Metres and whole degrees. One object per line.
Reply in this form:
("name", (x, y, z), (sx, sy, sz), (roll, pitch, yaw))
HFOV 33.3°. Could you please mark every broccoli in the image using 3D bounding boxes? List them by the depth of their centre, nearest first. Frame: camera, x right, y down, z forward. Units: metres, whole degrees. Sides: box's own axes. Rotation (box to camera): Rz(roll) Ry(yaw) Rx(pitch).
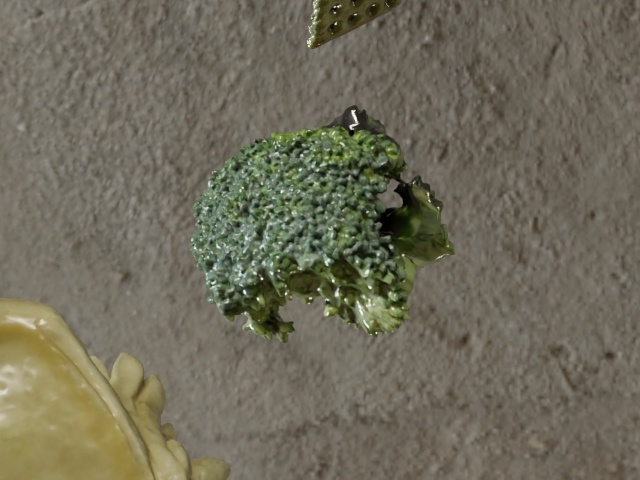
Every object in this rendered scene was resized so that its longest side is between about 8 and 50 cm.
("broccoli", (-0.007, -0.009, 1.390), (0.317, 0.277, 0.338), (18, 144, -8))

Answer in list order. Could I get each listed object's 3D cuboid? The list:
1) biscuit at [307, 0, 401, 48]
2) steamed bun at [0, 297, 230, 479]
("biscuit", (0.049, -0.293, 0.996), (0.016, 0.139, 0.231), (39, 142, 26))
("steamed bun", (-0.204, 0.235, 0.966), (0.247, 0.428, 0.189), (-26, 174, -11))
